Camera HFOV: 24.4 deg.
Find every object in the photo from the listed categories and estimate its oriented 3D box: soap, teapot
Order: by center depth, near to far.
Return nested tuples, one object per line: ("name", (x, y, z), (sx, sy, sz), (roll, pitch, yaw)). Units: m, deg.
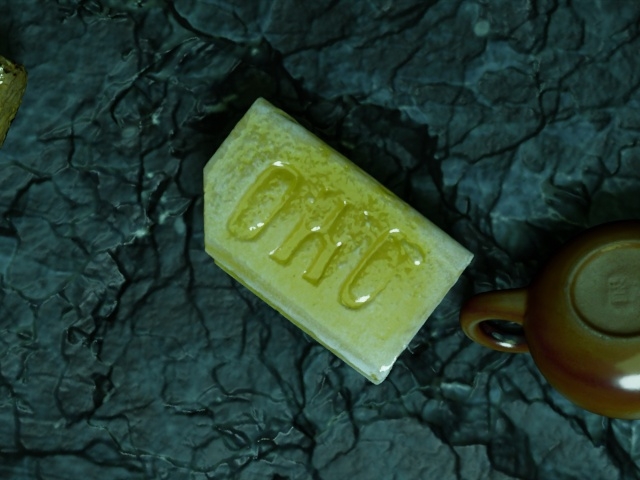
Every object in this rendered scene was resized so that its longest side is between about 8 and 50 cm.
("teapot", (0.243, 0.077, 1.250), (0.252, 0.135, 0.178), (0, 51, 20))
("soap", (0.000, 0.000, 1.281), (0.232, 0.073, 0.140), (37, 83, 5))

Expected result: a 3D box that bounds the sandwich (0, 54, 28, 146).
("sandwich", (-0.408, -0.063, 1.289), (0.249, 0.095, 0.273), (18, 87, 7))
